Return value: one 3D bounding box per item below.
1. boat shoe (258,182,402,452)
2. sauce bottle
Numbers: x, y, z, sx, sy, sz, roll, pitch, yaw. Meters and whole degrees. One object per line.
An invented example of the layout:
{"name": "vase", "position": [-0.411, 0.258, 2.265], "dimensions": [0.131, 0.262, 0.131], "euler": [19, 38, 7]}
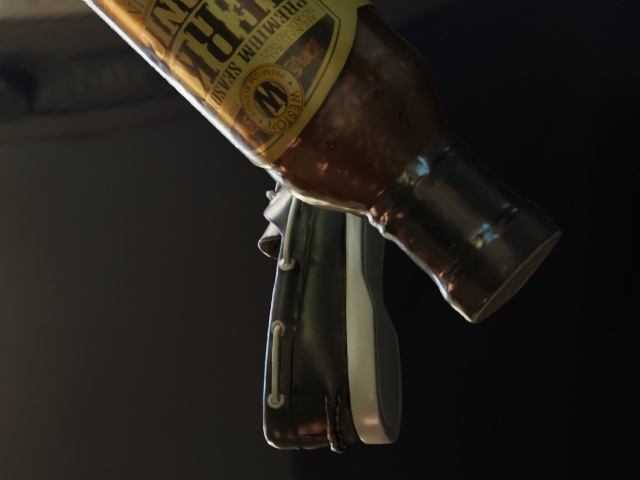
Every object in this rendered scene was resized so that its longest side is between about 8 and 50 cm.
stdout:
{"name": "boat shoe", "position": [0.000, 0.000, 1.344], "dimensions": [0.114, 0.091, 0.302], "euler": [63, -157, -57]}
{"name": "sauce bottle", "position": [-0.015, -0.098, 1.042], "dimensions": [0.344, 0.111, 0.111], "euler": [42, 155, 11]}
